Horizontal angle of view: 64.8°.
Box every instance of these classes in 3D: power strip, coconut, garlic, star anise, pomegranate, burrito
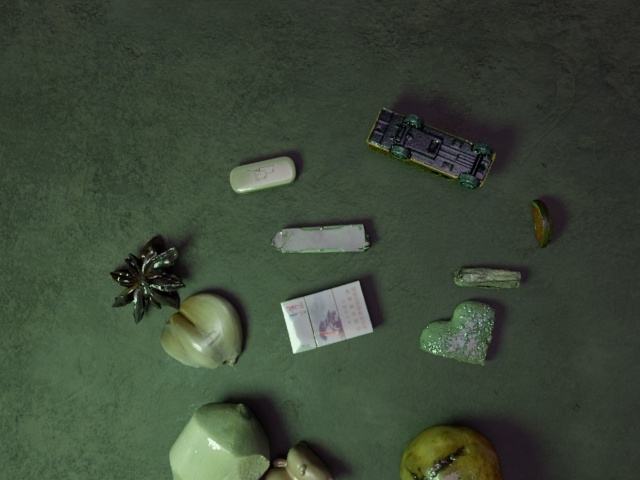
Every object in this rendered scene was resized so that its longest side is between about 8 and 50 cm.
[{"bbox_3d":[-0.001,0.000,1.440,0.285,0.048,0.080,-3,83,5],"label":"power strip"},{"bbox_3d":[-0.251,0.548,1.324,0.245,0.245,0.247,37,97,7],"label":"coconut"},{"bbox_3d":[-0.325,0.259,1.421,0.228,0.110,0.217,32,85,7],"label":"garlic"},{"bbox_3d":[-0.492,0.115,1.444,0.282,0.129,0.212,-42,77,9],"label":"star anise"},{"bbox_3d":[0.329,0.600,1.269,0.260,0.260,0.261,0,85,5],"label":"pomegranate"},{"bbox_3d":[0.457,0.105,1.391,0.188,0.045,0.058,3,60,8],"label":"burrito"}]

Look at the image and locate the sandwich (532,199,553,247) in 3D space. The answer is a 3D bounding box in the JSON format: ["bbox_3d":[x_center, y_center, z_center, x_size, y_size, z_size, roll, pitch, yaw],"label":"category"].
[{"bbox_3d":[0.607,-0.048,1.377,0.029,0.067,0.135,-8,85,1],"label":"sandwich"}]

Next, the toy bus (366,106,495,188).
[{"bbox_3d":[0.301,-0.249,1.395,0.335,0.123,0.121,23,86,7],"label":"toy bus"}]

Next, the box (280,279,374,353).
[{"bbox_3d":[0.018,0.212,1.411,0.233,0.067,0.150,-17,83,4],"label":"box"}]

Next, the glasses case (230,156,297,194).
[{"bbox_3d":[-0.166,-0.188,1.470,0.196,0.050,0.083,-13,82,4],"label":"glasses case"}]

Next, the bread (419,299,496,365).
[{"bbox_3d":[0.390,0.269,1.374,0.232,0.064,0.173,-30,81,4],"label":"bread"}]

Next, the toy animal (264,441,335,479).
[{"bbox_3d":[-0.072,0.660,1.343,0.171,0.171,0.198,41,82,7],"label":"toy animal"}]
